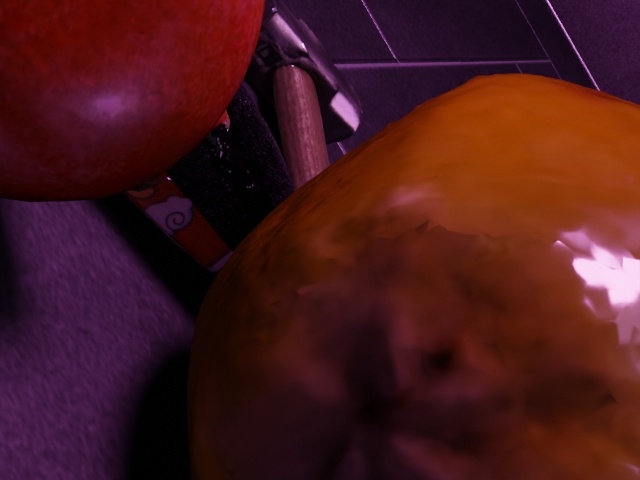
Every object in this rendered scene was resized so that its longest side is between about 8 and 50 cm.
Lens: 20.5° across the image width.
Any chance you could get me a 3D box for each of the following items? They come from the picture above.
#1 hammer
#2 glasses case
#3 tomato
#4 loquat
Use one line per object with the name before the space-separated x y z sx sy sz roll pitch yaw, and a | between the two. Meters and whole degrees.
hammer | 0.000 0.000 1.009 0.111 0.043 0.365 48 22 -39
glasses case | -0.096 -0.091 0.809 0.267 0.067 0.103 52 17 -25
tomato | -0.104 -0.104 0.652 0.167 0.167 0.167 52 17 -24
loquat | 0.082 0.066 0.740 0.276 0.276 0.284 62 21 9
